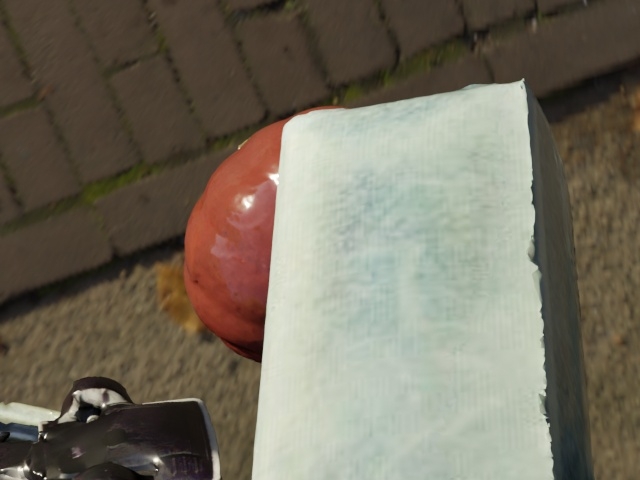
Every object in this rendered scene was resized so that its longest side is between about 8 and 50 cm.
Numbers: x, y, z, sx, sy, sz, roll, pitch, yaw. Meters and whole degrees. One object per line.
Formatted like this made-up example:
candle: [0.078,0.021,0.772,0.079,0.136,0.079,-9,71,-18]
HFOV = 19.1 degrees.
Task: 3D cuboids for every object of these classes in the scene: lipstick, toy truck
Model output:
lipstick: [0.024,0.087,0.396,0.076,0.290,0.077,-9,136,14]
toy truck: [-0.162,0.143,0.855,0.242,0.101,0.125,-6,113,-7]

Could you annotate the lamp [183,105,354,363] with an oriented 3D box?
lamp: [0.000,0.000,0.659,0.101,0.101,0.090,-52,54,17]

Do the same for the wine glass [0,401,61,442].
wine glass: [-0.244,0.265,1.248,0.238,0.238,0.323,12,90,1]
